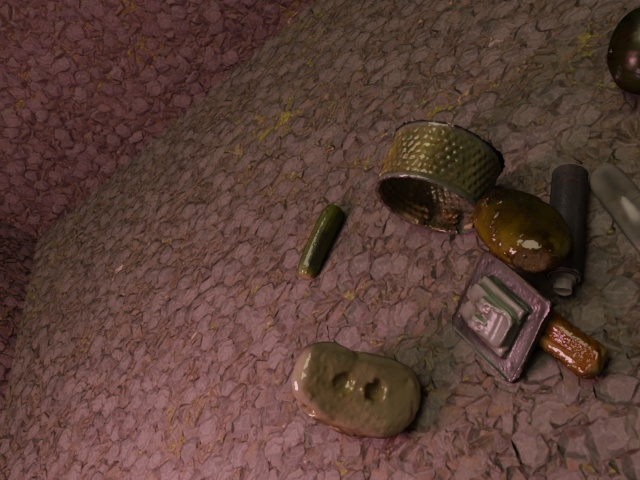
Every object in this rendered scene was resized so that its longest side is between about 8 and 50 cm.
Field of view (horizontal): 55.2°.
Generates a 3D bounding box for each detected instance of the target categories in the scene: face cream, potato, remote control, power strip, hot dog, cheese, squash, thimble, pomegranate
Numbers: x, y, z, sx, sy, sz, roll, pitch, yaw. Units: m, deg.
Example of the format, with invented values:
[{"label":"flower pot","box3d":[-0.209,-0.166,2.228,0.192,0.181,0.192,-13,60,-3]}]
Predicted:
[{"label":"face cream","box3d":[0.496,-0.023,1.236,0.073,0.073,0.283,-9,53,39]},{"label":"potato","box3d":[0.389,-0.024,1.193,0.149,0.113,0.251,-22,28,-3]},{"label":"remote control","box3d":[0.600,-0.075,1.201,0.073,0.044,0.229,-32,42,17]},{"label":"power strip","box3d":[0.332,0.144,1.196,0.213,0.065,0.198,46,129,50]},{"label":"hot dog","box3d":[0.423,0.157,1.169,0.289,0.068,0.083,46,121,48]},{"label":"cheese","box3d":[0.074,0.311,1.269,0.248,0.251,0.173,3,61,27]},{"label":"squash","box3d":[0.000,0.000,1.701,0.066,0.066,0.228,6,66,46]},{"label":"thimble","box3d":[0.268,-0.138,1.399,0.271,0.271,0.150,5,65,46]},{"label":"pomegranate","box3d":[0.715,-0.395,1.264,0.225,0.187,0.187,-2,55,15]}]
